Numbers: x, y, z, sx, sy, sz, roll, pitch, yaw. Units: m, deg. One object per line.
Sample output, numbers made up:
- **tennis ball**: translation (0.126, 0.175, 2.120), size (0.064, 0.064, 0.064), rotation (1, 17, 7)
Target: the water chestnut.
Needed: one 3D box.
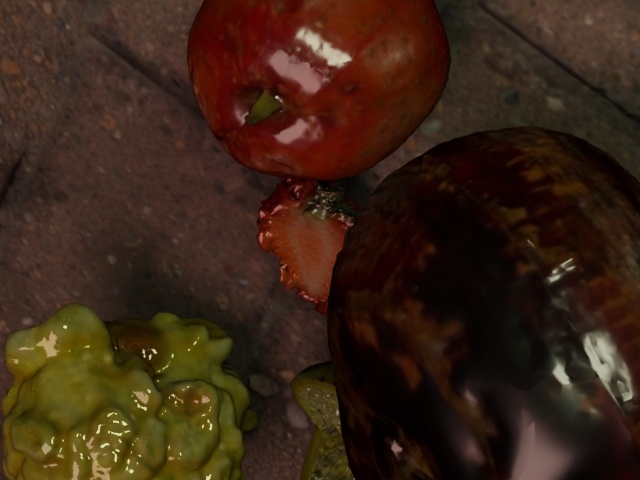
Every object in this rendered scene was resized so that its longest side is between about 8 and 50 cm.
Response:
- **water chestnut**: translation (0.170, 0.088, 1.238), size (0.350, 0.302, 0.350), rotation (57, 163, 29)

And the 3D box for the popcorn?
- **popcorn**: translation (-0.159, 0.150, 1.544), size (0.181, 0.235, 0.217), rotation (-26, 88, 55)

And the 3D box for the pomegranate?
- **pomegranate**: translation (0.045, 0.175, 1.475), size (0.143, 0.122, 0.169), rotation (-25, 72, 49)

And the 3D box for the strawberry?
- **strawberry**: translation (0.001, -0.003, 1.432), size (0.104, 0.048, 0.152), rotation (22, 146, 10)

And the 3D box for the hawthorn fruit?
- **hawthorn fruit**: translation (-0.010, -0.116, 1.241), size (0.179, 0.200, 0.179), rotation (14, 129, 18)
